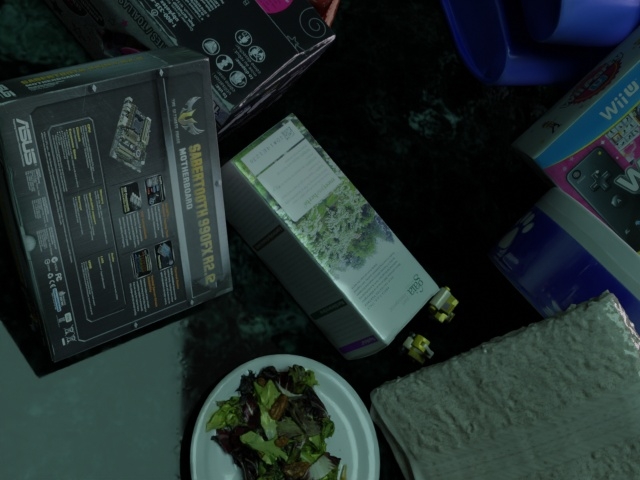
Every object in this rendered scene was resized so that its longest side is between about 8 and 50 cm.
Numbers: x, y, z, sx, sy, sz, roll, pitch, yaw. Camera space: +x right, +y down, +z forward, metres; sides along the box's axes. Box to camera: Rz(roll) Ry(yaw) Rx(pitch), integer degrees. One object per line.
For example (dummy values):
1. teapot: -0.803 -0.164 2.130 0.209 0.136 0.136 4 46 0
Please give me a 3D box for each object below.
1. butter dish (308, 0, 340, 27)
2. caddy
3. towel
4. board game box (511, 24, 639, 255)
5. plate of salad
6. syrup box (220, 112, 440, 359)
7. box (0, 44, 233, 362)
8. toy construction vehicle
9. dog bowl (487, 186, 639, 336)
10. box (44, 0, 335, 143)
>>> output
1. butter dish: -0.027 -0.323 0.903 0.160 0.118 0.160 20 85 -21
2. caddy: 0.276 -0.351 1.021 0.179 0.241 0.341 -11 78 -24
3. towel: 0.189 0.181 0.769 0.049 0.282 0.187 -21 82 -58
4. board game box: 0.409 -0.075 0.941 0.303 0.097 0.224 43 102 -13
5. plate of salad: -0.025 0.205 0.772 0.199 0.048 0.200 9 69 -24
6. syrup box: 0.000 0.000 0.830 0.237 0.096 0.093 50 59 -4
7. box: -0.174 -0.034 0.697 0.183 0.056 0.231 -23 124 -32
8. toy construction vehicle: 0.121 0.092 0.867 0.035 0.098 0.086 37 76 13
9. dog bowl: 0.305 0.072 0.870 0.265 0.265 0.104 44 100 -8
10. box: -0.140 -0.226 0.810 0.247 0.142 0.163 49 59 -3
